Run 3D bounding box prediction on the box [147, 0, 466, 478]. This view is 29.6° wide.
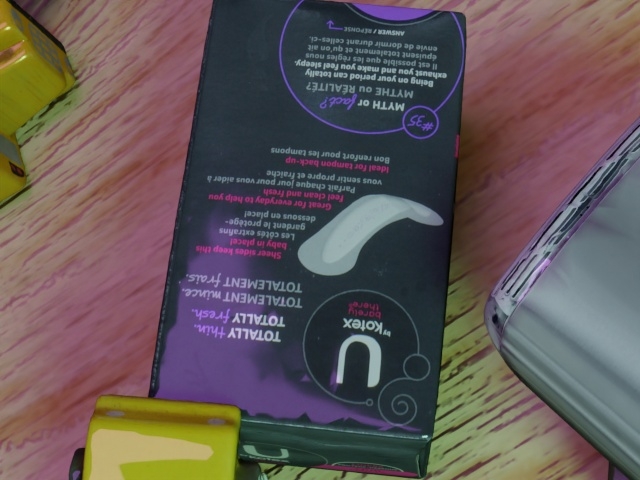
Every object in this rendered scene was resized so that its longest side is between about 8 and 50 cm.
[{"bbox_3d":[0.000,0.000,0.765,0.165,0.143,0.270,6,70,5],"label":"box"}]

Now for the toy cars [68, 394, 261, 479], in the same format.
[{"bbox_3d":[-0.162,0.253,0.637,0.393,0.087,0.176,-45,93,5],"label":"toy cars"}]

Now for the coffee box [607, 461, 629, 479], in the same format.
[{"bbox_3d":[0.288,0.095,0.653,0.246,0.098,0.141,0,68,23],"label":"coffee box"}]

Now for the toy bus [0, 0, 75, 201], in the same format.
[{"bbox_3d":[-0.356,-0.062,0.978,0.332,0.108,0.130,-28,62,10],"label":"toy bus"}]

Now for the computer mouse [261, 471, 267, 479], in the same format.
[{"bbox_3d":[-0.106,0.280,0.763,0.188,0.072,0.272,-20,51,16],"label":"computer mouse"}]

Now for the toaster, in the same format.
[{"bbox_3d":[0.185,0.037,0.591,0.227,0.129,0.146,-49,55,-1],"label":"toaster"}]
